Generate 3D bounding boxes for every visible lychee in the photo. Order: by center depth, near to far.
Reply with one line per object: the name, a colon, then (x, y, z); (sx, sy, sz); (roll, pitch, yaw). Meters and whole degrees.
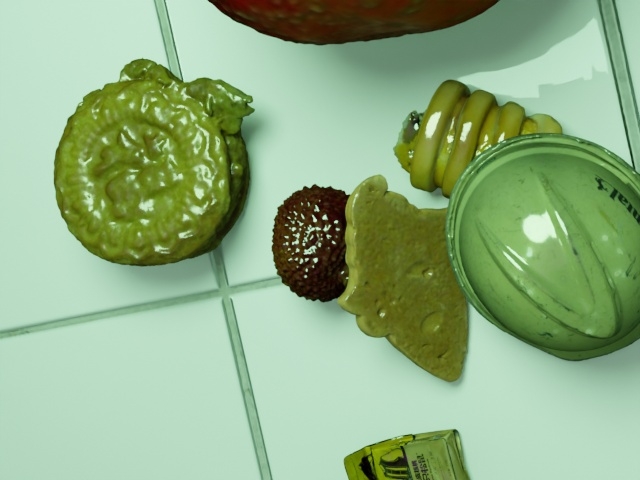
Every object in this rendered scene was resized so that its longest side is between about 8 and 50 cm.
lychee: (0.002, 0.000, 0.924); (0.123, 0.129, 0.123); (-6, 129, -7)

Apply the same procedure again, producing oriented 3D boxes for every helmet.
helmet: (0.232, 0.032, 0.775); (0.257, 0.137, 0.204); (44, 110, -10)

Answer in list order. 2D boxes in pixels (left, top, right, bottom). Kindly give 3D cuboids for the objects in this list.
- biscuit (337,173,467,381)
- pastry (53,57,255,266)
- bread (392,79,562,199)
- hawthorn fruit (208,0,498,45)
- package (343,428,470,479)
biscuit: (0.095, 0.045, 0.893); (0.162, 0.035, 0.250); (-29, 107, -13)
pastry: (-0.197, -0.088, 0.999); (0.240, 0.132, 0.235); (17, 94, 13)
bread: (0.167, -0.092, 0.863); (0.177, 0.084, 0.119); (20, 104, 15)
hawthorn fruit: (0.053, -0.349, 0.734); (0.402, 0.403, 0.403); (3, 97, 22)
package: (0.098, 0.259, 0.950); (0.131, 0.047, 0.071); (-18, 92, 25)
